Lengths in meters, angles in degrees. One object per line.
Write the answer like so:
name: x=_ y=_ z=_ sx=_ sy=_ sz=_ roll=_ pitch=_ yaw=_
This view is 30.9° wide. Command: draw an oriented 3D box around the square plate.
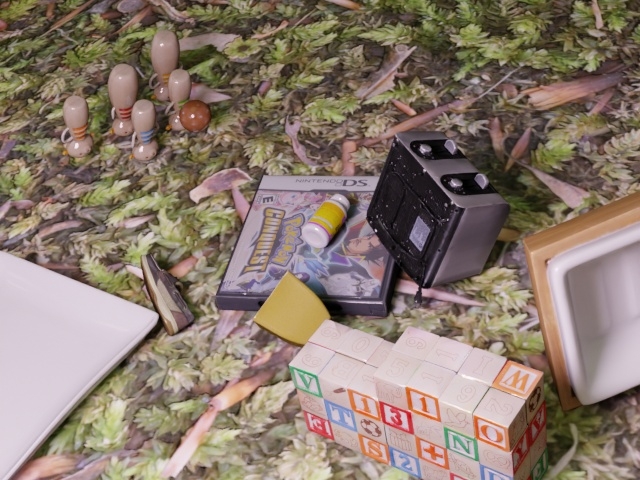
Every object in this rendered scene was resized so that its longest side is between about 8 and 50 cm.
square plate: x=-0.451 y=0.177 z=1.611 sx=0.344 sy=0.049 sz=0.347 roll=18 pitch=49 yaw=31

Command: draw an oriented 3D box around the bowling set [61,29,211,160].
bowling set: x=-0.281 y=-0.201 z=1.953 sx=0.200 sy=0.154 sz=0.287 roll=36 pitch=57 yaw=19

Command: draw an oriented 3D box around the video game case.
video game case: x=0.000 y=0.000 z=1.709 sx=0.248 sy=0.035 sz=0.275 roll=2 pitch=43 yaw=15

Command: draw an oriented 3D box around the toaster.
toaster: x=0.156 y=-0.036 z=1.595 sx=0.110 sy=0.185 sz=0.168 roll=-9 pitch=46 yaw=-32

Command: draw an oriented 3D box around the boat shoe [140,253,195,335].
boat shoe: x=-0.221 y=0.075 z=1.671 sx=0.049 sy=0.056 sz=0.152 roll=-18 pitch=50 yaw=-14

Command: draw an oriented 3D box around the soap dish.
soap dish: x=0.392 y=0.052 z=1.422 sx=0.291 sy=0.229 sz=0.118 roll=-22 pitch=25 yaw=-11

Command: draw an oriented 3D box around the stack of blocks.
stack of blocks: x=0.112 y=0.192 z=1.362 sx=0.297 sy=0.171 sz=0.087 roll=18 pitch=49 yaw=31

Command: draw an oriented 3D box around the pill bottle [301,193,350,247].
pill bottle: x=0.010 y=-0.030 z=1.680 sx=0.043 sy=0.043 sz=0.083 roll=15 pitch=49 yaw=28

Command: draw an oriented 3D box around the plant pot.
plant pot: x=-0.030 y=0.102 z=1.557 sx=0.083 sy=0.081 sz=0.081 roll=34 pitch=82 yaw=10
